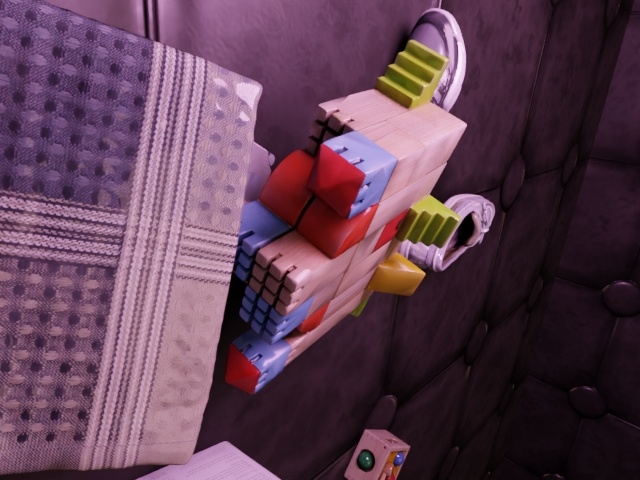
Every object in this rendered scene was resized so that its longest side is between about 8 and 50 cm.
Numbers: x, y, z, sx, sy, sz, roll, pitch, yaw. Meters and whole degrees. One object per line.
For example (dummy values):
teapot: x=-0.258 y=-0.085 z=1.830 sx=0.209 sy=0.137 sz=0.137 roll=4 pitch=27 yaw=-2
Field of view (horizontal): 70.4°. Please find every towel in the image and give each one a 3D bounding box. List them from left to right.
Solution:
towel: x=-0.213 y=0.003 z=0.303 sx=0.312 sy=0.056 sz=0.324 roll=10 pitch=92 yaw=-28

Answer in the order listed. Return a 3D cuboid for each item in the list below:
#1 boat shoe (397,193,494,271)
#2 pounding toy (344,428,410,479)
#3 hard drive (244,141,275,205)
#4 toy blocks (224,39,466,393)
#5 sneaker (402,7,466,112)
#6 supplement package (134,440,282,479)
boat shoe: x=0.275 y=-0.013 z=0.914 sx=0.320 sy=0.103 sz=0.118 roll=-20 pitch=121 yaw=-43
pounding toy: x=0.125 y=0.496 z=0.983 sx=0.141 sy=0.100 sz=0.130 roll=32 pitch=82 yaw=-51
hard drive: x=-0.195 y=0.023 z=0.417 sx=0.237 sy=0.064 sz=0.338 roll=27 pitch=85 yaw=-52
toy blocks: x=0.000 y=0.000 z=0.496 sx=0.261 sy=0.191 sz=0.381 roll=-31 pitch=153 yaw=-43
sneaker: x=0.114 y=-0.196 z=0.639 sx=0.153 sy=0.101 sz=0.268 roll=-7 pitch=115 yaw=-50
supplement package: x=-0.113 y=0.406 z=0.514 sx=0.199 sy=0.263 sz=0.198 roll=-2 pitch=100 yaw=-49
